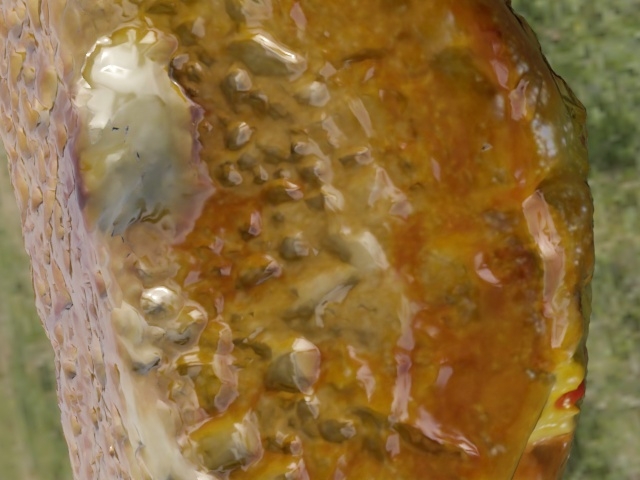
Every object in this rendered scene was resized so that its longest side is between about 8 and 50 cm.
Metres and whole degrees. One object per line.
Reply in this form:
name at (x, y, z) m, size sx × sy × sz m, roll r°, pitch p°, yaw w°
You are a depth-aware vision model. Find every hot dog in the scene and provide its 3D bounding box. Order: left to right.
hot dog at (0.000, 0.000, 0.535) m, size 0.150 × 0.153 × 0.256 m, roll 168°, pitch 90°, yaw -68°
